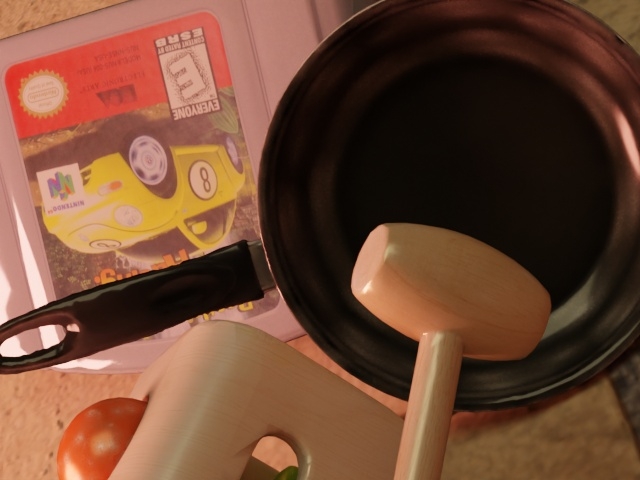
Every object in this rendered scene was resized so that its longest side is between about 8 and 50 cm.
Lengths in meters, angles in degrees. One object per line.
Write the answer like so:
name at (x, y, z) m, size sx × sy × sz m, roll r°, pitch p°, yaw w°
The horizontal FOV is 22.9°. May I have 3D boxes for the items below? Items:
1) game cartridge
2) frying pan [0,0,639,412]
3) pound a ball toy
game cartridge at (-0.083, -0.030, 0.844) m, size 0.294 × 0.196 × 0.060 m, roll -12°, pitch 7°, yaw 28°
frying pan at (0.021, 0.021, 0.740) m, size 0.326 × 0.197 × 0.053 m, roll -41°, pitch -2°, yaw 9°
pound a ball toy at (-0.056, 0.140, 0.610) m, size 0.208 × 0.136 × 0.319 m, roll -43°, pitch 19°, yaw 57°
